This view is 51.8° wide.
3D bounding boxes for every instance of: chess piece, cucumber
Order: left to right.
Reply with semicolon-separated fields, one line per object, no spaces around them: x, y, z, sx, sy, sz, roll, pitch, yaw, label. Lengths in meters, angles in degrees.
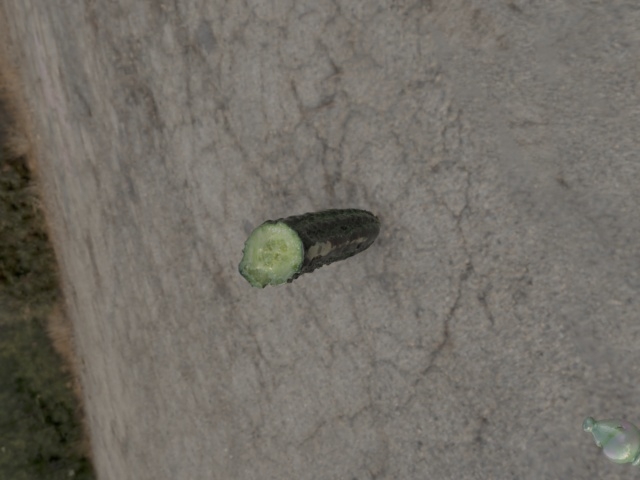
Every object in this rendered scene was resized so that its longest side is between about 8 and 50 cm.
-0.001;-0.001;0.799;0.077;0.265;0.077;4;99;26;cucumber
0.547;0.358;1.042;0.271;0.139;0.139;26;130;19;chess piece
